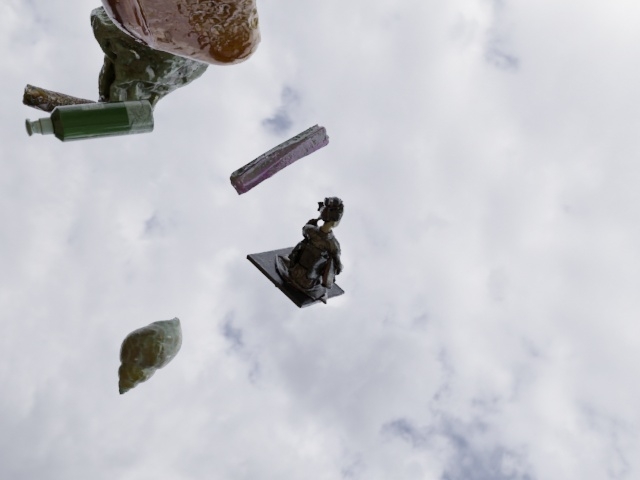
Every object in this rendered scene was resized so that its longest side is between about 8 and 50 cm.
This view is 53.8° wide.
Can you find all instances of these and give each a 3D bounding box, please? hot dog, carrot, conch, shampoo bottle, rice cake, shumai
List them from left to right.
[{"bbox_3d":[-0.640,-0.341,1.602,0.068,0.228,0.069,-14,-108,48],"label":"carrot"},{"bbox_3d":[-0.392,-0.202,1.072,0.065,0.204,0.065,31,-53,52],"label":"shampoo bottle"},{"bbox_3d":[-0.348,-0.361,1.299,0.225,0.260,0.222,42,-44,35],"label":"shumai"},{"bbox_3d":[-0.357,0.231,1.339,0.116,0.173,0.106,-33,-94,37],"label":"conch"},{"bbox_3d":[-0.208,-0.401,0.872,0.223,0.405,0.185,-18,-110,-9],"label":"hot dog"},{"bbox_3d":[-0.074,-0.148,1.139,0.036,0.206,0.047,32,-31,56],"label":"rice cake"}]

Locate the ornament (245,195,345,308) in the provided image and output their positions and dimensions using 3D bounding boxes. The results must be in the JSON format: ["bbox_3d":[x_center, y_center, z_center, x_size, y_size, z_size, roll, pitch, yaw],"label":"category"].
[{"bbox_3d":[0.000,0.000,1.166,0.166,0.153,0.196,41,-63,22],"label":"ornament"}]
